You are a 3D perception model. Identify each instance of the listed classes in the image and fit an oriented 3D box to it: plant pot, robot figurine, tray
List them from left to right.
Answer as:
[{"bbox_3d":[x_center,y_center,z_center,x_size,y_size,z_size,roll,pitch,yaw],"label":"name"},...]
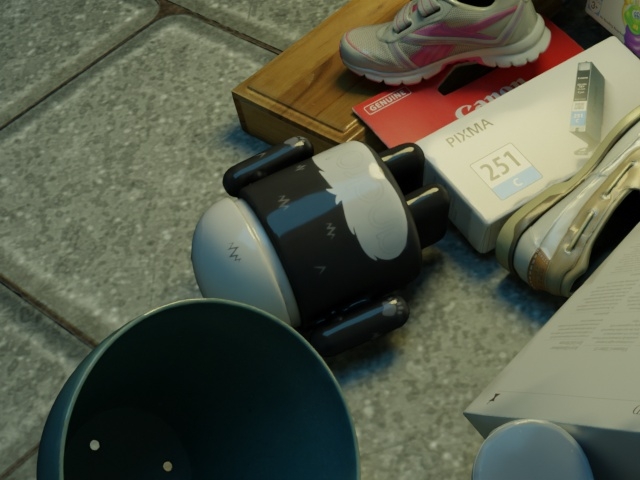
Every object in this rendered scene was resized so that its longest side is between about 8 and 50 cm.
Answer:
[{"bbox_3d":[-0.136,0.212,1.243,0.290,0.290,0.195,-49,16,-31],"label":"plant pot"},{"bbox_3d":[-0.001,0.000,1.471,0.278,0.173,0.209,-25,26,-10],"label":"robot figurine"},{"bbox_3d":[0.104,-0.249,1.771,0.203,0.076,0.411,28,59,37],"label":"tray"}]

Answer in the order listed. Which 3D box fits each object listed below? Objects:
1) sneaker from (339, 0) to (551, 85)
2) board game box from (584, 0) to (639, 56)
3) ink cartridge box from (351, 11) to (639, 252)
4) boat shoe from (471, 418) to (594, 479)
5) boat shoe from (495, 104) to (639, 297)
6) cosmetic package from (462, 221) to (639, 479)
[{"bbox_3d":[0.140,-0.262,1.628,0.252,0.111,0.103,-9,37,13],"label":"sneaker"},{"bbox_3d":[0.478,-0.321,1.631,0.275,0.142,0.144,-15,45,-24],"label":"board game box"},{"bbox_3d":[0.227,-0.153,1.590,0.296,0.066,0.261,-29,59,-19],"label":"ink cartridge box"},{"bbox_3d":[0.178,0.336,1.098,0.136,0.156,0.367,-9,72,0],"label":"boat shoe"},{"bbox_3d":[0.332,-0.047,1.475,0.302,0.113,0.103,-41,49,-11],"label":"boat shoe"},{"bbox_3d":[0.317,0.086,1.142,0.284,0.097,0.377,-42,11,-18],"label":"cosmetic package"}]
